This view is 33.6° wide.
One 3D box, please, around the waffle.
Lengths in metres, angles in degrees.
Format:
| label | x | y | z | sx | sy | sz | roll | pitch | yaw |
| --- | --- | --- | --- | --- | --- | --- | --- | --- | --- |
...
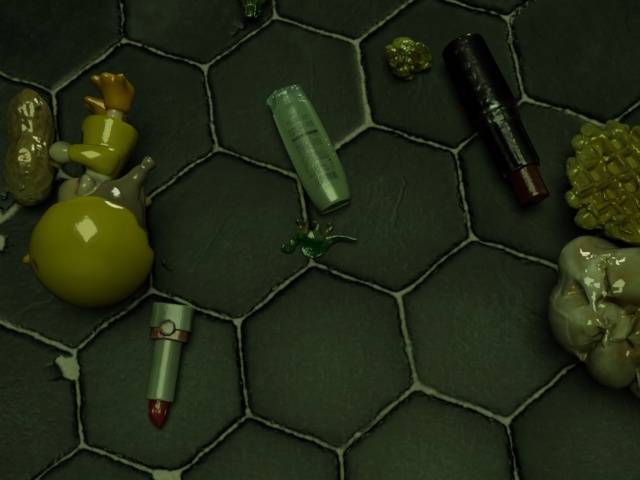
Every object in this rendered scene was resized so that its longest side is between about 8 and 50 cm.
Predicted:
| label | x | y | z | sx | sy | sz | roll | pitch | yaw |
| --- | --- | --- | --- | --- | --- | --- | --- | --- | --- |
| waffle | 0.501 | -0.081 | 1.630 | 0.261 | 0.056 | 0.250 | 18 | 52 | 3 |

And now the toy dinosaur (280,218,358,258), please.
| label | x | y | z | sx | sy | sz | roll | pitch | yaw |
| --- | --- | --- | --- | --- | --- | --- | --- | --- | --- |
| toy dinosaur | -0.001 | 0.000 | 1.667 | 0.119 | 0.029 | 0.060 | 8 | 90 | -2 |

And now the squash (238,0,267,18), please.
| label | x | y | z | sx | sy | sz | roll | pitch | yaw |
| --- | --- | --- | --- | --- | --- | --- | --- | --- | --- |
| squash | -0.093 | -0.487 | 1.783 | 0.069 | 0.069 | 0.258 | 17 | 75 | 6 |

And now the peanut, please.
| label | x | y | z | sx | sy | sz | roll | pitch | yaw |
| --- | --- | --- | --- | --- | --- | --- | --- | --- | --- |
| peanut | -0.465 | -0.149 | 1.684 | 0.089 | 0.089 | 0.193 | -6 | 74 | 0 |

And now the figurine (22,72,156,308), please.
| label | x | y | z | sx | sy | sz | roll | pitch | yaw |
| --- | --- | --- | --- | --- | --- | --- | --- | --- | --- |
| figurine | -0.334 | -0.070 | 1.594 | 0.187 | 0.215 | 0.344 | 4 | 72 | -1 |

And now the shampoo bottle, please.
| label | x | y | z | sx | sy | sz | roll | pitch | yaw |
| --- | --- | --- | --- | --- | --- | --- | --- | --- | --- |
| shampoo bottle | -0.017 | -0.147 | 1.692 | 0.072 | 0.049 | 0.212 | -23 | 76 | -1 |

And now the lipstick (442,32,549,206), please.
| label | x | y | z | sx | sy | sz | roll | pitch | yaw |
| --- | --- | --- | --- | --- | --- | --- | --- | --- | --- |
| lipstick | 0.281 | -0.190 | 1.680 | 0.081 | 0.081 | 0.300 | -22 | 74 | -5 |

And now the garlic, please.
| label | x | y | z | sx | sy | sz | roll | pitch | yaw |
| --- | --- | --- | --- | --- | --- | --- | --- | --- | --- |
| garlic | 0.429 | 0.124 | 1.532 | 0.184 | 0.203 | 0.281 | -27 | 85 | 27 |

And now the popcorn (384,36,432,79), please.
| label | x | y | z | sx | sy | sz | roll | pitch | yaw |
| --- | --- | --- | --- | --- | --- | --- | --- | --- | --- |
| popcorn | 0.144 | -0.300 | 1.727 | 0.083 | 0.059 | 0.068 | 6 | 74 | -6 |

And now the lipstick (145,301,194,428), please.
| label | x | y | z | sx | sy | sz | roll | pitch | yaw |
| --- | --- | --- | --- | --- | --- | --- | --- | --- | --- |
| lipstick | -0.235 | 0.190 | 1.600 | 0.063 | 0.057 | 0.186 | 6 | 77 | 3 |
